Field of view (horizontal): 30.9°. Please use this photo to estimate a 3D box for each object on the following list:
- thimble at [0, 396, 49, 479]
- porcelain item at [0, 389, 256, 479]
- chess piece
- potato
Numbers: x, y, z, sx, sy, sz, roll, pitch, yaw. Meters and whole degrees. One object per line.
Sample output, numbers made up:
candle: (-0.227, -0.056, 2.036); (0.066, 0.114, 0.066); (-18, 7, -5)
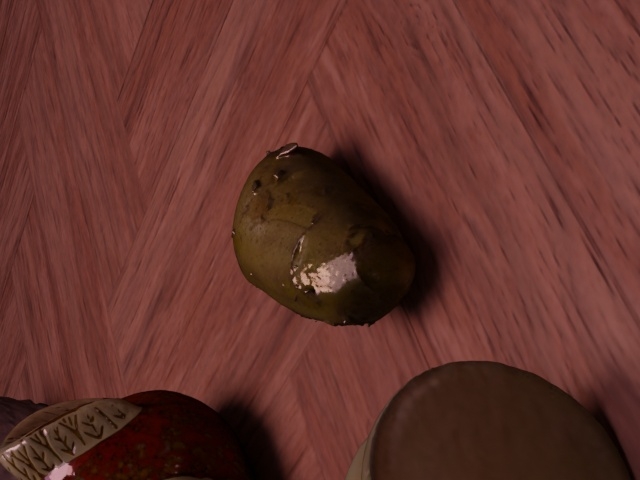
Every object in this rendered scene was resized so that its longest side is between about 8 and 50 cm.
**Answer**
thimble: (-0.397, 0.301, 1.403); (0.217, 0.157, 0.245); (-55, 35, 32)
porcelain item: (-0.171, 0.245, 0.940); (0.253, 0.253, 0.253); (-7, 83, 61)
chess piece: (0.047, 0.187, 0.642); (0.251, 0.144, 0.144); (121, 141, -49)
potato: (0.000, 0.000, 0.794); (0.105, 0.085, 0.188); (-61, 36, 4)
